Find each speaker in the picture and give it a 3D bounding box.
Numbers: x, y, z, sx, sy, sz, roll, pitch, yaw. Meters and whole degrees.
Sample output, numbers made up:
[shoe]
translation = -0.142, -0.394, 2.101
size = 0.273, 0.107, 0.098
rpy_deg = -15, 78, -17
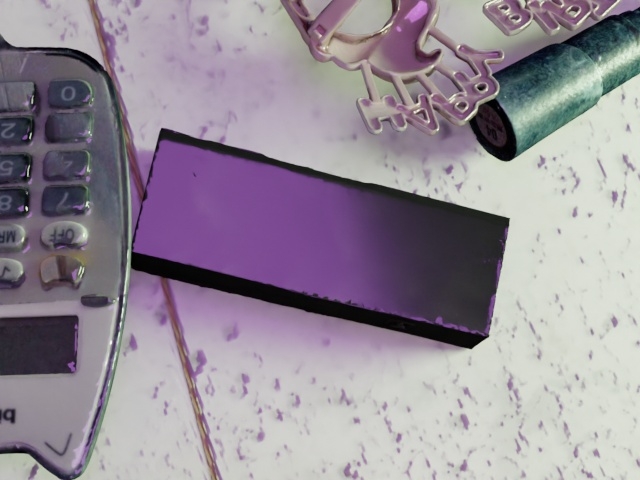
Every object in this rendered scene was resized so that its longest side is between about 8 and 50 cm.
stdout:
[speaker]
translation = 0.000, 0.000, 0.851
size = 0.218, 0.044, 0.082
rpy_deg = 13, 74, -6

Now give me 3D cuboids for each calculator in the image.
[calculator]
translation = -0.194, 0.004, 0.803
size = 0.177, 0.040, 0.268
rpy_deg = -1, 76, 5

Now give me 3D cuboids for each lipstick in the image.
[lipstick]
translation = 0.202, -0.126, 0.913
size = 0.234, 0.053, 0.053
rpy_deg = -29, 82, -17

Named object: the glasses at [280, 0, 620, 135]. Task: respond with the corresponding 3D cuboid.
[glasses]
translation = 0.091, -0.173, 0.868
size = 0.255, 0.095, 0.162
rpy_deg = -41, 78, -20
